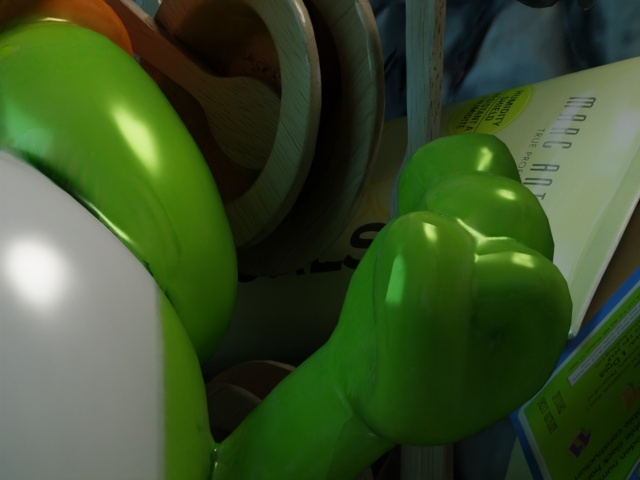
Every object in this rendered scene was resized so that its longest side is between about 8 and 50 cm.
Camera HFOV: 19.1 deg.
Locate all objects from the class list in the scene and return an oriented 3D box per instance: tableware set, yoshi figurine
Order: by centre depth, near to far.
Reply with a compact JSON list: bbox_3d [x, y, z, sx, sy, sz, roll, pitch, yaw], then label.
[{"bbox_3d":[-0.058,0.060,0.342,0.203,0.203,0.362,-41,61,27],"label":"yoshi figurine"},{"bbox_3d":[-0.024,0.020,0.470,0.128,0.039,0.194,-3,86,51],"label":"tableware set"}]

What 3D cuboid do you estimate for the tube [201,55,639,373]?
[{"bbox_3d":[0.000,0.000,0.523,0.240,0.062,0.070,-10,83,50],"label":"tube"}]

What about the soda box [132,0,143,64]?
[{"bbox_3d":[-0.075,-0.022,0.650,0.183,0.063,0.058,-49,28,16],"label":"soda box"}]

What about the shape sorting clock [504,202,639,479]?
[{"bbox_3d":[0.106,0.022,0.353,0.206,0.040,0.206,-46,19,21],"label":"shape sorting clock"}]

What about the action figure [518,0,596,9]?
[{"bbox_3d":[0.118,-0.123,0.337,0.276,0.141,0.164,-2,35,48],"label":"action figure"}]
